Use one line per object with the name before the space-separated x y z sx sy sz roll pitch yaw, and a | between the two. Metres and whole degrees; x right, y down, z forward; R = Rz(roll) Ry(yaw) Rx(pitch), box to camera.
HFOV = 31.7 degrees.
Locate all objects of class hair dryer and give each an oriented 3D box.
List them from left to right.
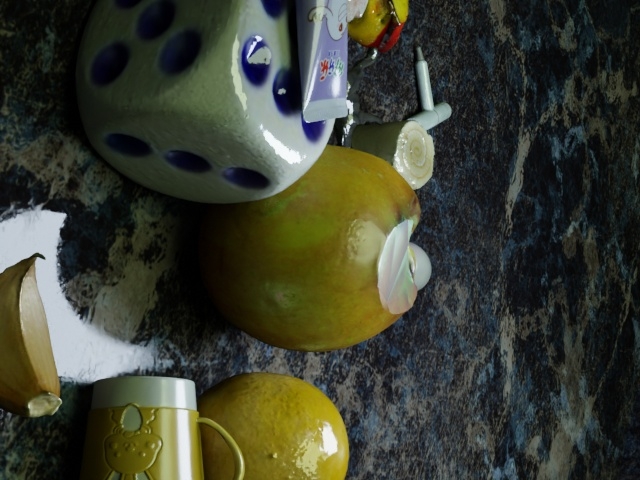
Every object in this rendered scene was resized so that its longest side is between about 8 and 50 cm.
hair dryer | 0.215 -0.332 2.443 0.155 0.044 0.183 -34 110 -53

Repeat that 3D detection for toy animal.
toy animal | 0.054 -0.253 2.087 0.148 0.084 0.233 -60 149 -55

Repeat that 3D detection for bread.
bread | 0.133 -0.162 2.213 0.148 0.141 0.134 16 74 -53

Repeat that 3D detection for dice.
dice | -0.160 -0.247 1.650 0.277 0.304 0.304 41 55 -46

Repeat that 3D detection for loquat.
loquat | -0.084 0.339 1.746 0.275 0.275 0.275 6 83 -55

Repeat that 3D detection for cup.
cup | -0.224 0.309 1.595 0.185 0.241 0.226 79 9 -76

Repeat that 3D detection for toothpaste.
toothpaste | -0.001 -0.354 1.574 0.125 0.080 0.371 -17 110 -59

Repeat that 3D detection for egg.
egg | 0.167 0.053 2.282 0.135 0.103 0.103 30 63 -48

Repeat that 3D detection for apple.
apple | 0.000 0.000 1.829 0.384 0.374 0.374 -40 120 -54

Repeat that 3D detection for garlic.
garlic | -0.401 0.126 1.451 0.115 0.128 0.207 -6 86 -14

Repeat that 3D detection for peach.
peach | 0.081 -0.495 2.146 0.154 0.158 0.267 -52 127 -51

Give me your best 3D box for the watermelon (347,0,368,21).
watermelon | -0.011 -0.504 1.969 0.310 0.231 0.193 -92 -165 -54
